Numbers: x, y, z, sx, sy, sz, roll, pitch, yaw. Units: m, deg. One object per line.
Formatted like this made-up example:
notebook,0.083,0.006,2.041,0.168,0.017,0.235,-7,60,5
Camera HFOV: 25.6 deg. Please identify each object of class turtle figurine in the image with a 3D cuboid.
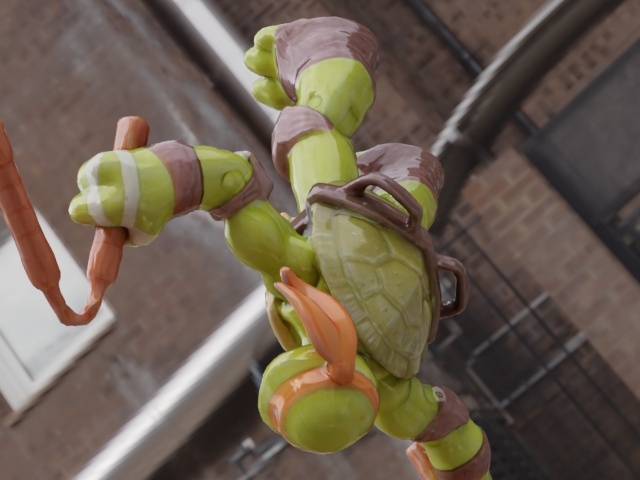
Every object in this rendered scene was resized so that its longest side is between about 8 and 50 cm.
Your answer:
turtle figurine,0.000,0.000,0.522,0.087,0.269,0.217,-34,27,26
